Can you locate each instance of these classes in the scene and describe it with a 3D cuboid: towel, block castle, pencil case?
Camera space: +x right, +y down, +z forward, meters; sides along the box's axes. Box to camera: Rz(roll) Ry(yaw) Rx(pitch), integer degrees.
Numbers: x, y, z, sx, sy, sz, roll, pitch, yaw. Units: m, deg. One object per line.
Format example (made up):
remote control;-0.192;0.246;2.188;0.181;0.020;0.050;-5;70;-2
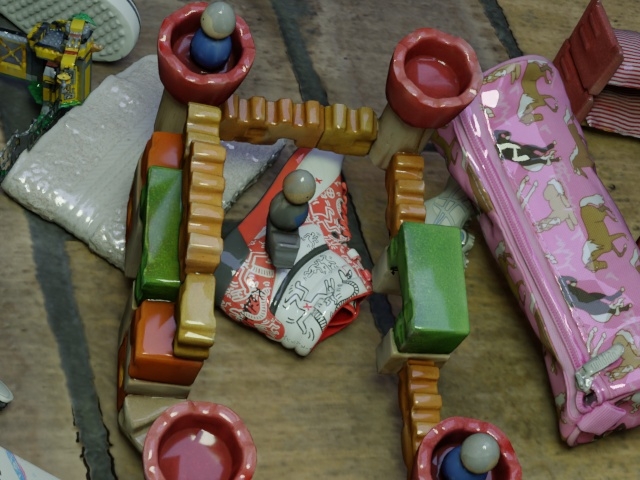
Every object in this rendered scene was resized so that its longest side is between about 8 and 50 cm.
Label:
towel;-0.167;-0.082;1.342;0.187;0.049;0.282;32;43;5
block castle;-0.006;0.021;1.118;0.303;0.213;0.453;5;63;-13
pencil case;0.239;0.005;1.334;0.160;0.167;0.386;-19;73;-10

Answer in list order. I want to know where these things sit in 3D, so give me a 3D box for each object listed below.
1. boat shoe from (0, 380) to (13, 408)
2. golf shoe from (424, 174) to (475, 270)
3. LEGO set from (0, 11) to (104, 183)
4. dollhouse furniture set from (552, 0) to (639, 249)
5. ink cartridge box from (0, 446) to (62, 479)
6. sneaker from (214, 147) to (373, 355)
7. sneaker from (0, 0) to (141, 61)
boat shoe;-0.314;0.110;1.093;0.125;0.038;0.046;30;1;-6
golf shoe;0.126;-0.028;1.434;0.086;0.069;0.176;20;42;-1
LEGO set;-0.347;-0.175;1.198;0.255;0.192;0.331;22;43;12
dollhouse furniture set;0.426;-0.104;1.594;0.201;0.152;0.374;8;47;-21
ink cartridge box;-0.236;0.214;0.909;0.231;0.078;0.134;49;16;-55
sneaker;-0.001;0.001;1.323;0.145;0.090;0.270;33;47;3
sneaker;-0.321;-0.313;1.422;0.321;0.126;0.127;27;49;0
